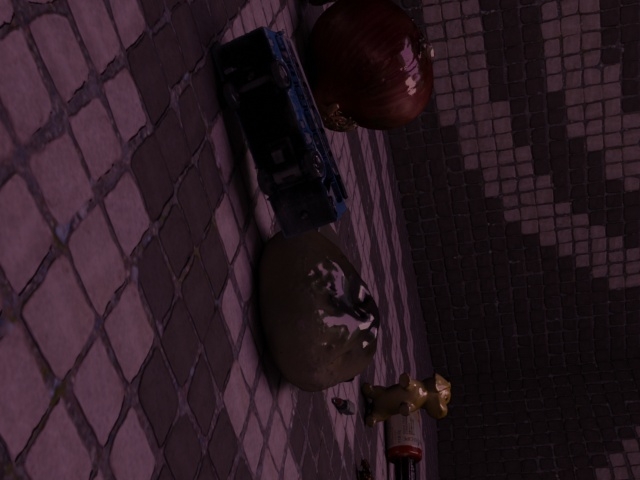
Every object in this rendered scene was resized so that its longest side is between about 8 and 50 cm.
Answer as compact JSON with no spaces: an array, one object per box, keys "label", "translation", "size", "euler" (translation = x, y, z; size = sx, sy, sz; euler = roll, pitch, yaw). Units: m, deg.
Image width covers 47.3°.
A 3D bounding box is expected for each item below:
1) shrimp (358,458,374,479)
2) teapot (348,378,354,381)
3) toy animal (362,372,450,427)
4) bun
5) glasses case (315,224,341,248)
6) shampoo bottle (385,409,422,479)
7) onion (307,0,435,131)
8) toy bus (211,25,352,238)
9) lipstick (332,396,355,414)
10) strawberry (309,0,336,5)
[{"label":"shrimp","translation":[0.116,0.582,1.730],"size":[0.124,0.034,0.178],"euler":[-52,135,-78]},{"label":"teapot","translation":[0.023,0.201,1.362],"size":[0.166,0.130,0.119],"euler":[126,-17,-60]},{"label":"toy animal","translation":[0.220,0.413,1.892],"size":[0.168,0.233,0.121],"euler":[32,45,-65]},{"label":"bun","translation":[0.002,0.109,1.179],"size":[0.273,0.168,0.273],"euler":[-17,90,-75]},{"label":"glasses case","translation":[0.000,0.000,1.522],"size":[0.205,0.047,0.071],"euler":[53,35,-67]},{"label":"shampoo bottle","translation":[0.247,0.595,2.174],"size":[0.104,0.104,0.278],"euler":[68,19,-51]},{"label":"onion","translation":[0.126,-0.424,1.770],"size":[0.353,0.353,0.354],"euler":[-8,90,-78]},{"label":"toy bus","translation":[-0.052,-0.162,1.102],"size":[0.297,0.106,0.131],"euler":[70,21,-5]},{"label":"lipstick","translation":[0.047,0.352,1.570],"size":[0.107,0.025,0.025],"euler":[50,32,-58]},{"label":"strawberry","translation":[-0.015,-0.694,1.797],"size":[0.174,0.098,0.228],"euler":[-45,123,-77]}]
